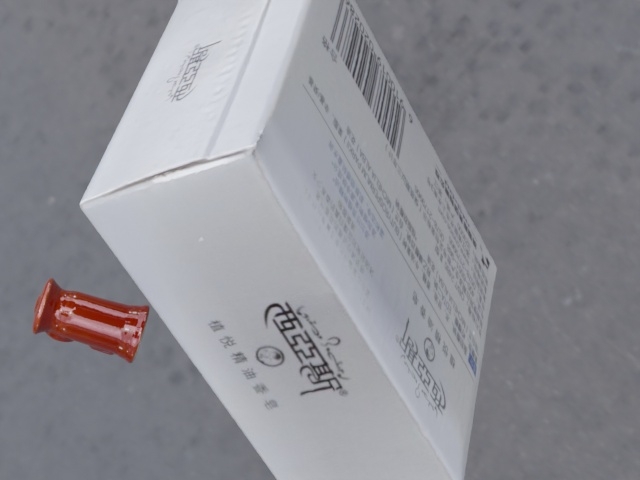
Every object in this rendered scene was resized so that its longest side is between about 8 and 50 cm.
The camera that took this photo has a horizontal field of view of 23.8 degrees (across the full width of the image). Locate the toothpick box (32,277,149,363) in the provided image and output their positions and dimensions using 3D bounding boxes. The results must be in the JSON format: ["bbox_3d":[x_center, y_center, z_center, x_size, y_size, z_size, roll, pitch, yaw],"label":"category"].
[{"bbox_3d":[-0.175,0.060,1.152,0.047,0.083,0.047,-163,90,-81],"label":"toothpick box"}]

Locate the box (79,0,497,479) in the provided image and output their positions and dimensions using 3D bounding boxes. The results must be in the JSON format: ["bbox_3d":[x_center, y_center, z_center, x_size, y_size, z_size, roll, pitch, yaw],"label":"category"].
[{"bbox_3d":[-0.002,0.000,0.910,0.116,0.274,0.203,-15,36,25],"label":"box"}]
